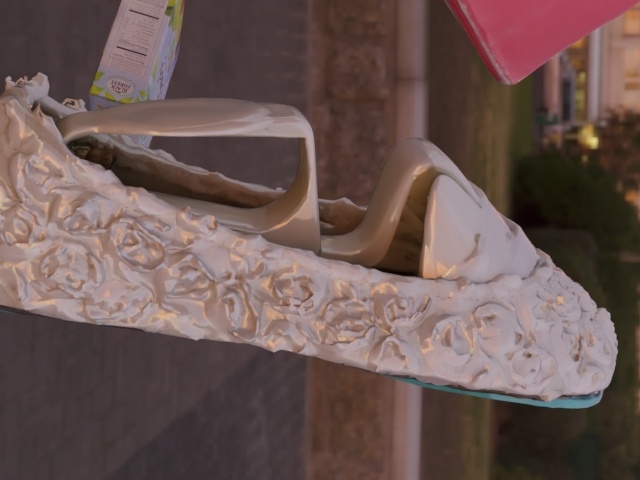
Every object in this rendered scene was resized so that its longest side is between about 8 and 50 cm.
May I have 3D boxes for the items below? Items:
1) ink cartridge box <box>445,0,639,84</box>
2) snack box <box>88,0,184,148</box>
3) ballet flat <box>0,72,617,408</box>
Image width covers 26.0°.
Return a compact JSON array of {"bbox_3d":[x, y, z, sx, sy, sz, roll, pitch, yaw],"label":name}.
[{"bbox_3d":[0.013,-0.288,0.490,0.385,0.160,0.279,48,14,-49],"label":"ink cartridge box"},{"bbox_3d":[-0.120,-0.110,0.907,0.141,0.037,0.100,117,-10,-73],"label":"snack box"},{"bbox_3d":[0.000,0.000,0.750,0.147,0.408,0.147,-170,-90,-71],"label":"ballet flat"}]
